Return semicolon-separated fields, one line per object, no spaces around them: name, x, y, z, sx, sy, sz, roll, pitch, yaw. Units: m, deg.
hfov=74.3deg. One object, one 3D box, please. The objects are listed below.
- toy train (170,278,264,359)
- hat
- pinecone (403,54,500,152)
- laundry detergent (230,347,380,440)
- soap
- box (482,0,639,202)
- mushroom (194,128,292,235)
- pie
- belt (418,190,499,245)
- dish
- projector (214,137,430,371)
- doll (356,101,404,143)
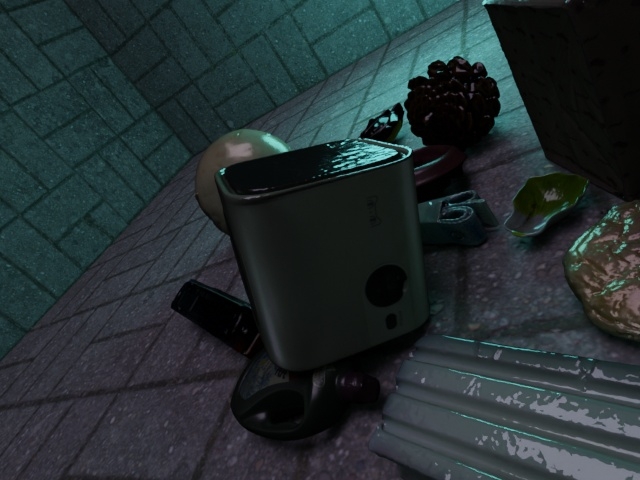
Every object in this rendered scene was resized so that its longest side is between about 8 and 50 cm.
toy train;-0.197;0.158;0.870;0.409;0.089;0.086;7;60;53
hat;0.189;-0.120;0.840;0.206;0.089;0.205;-20;19;7
pinecone;0.288;-0.291;0.902;0.208;0.207;0.207;-28;28;17
laundry detergent;-0.020;0.211;0.588;0.222;0.078;0.144;-8;36;41
soap;0.190;0.178;0.378;0.262;0.094;0.150;-1;49;48
box;0.397;-0.243;0.572;0.190;0.297;0.225;-34;27;13
mushroom;-0.179;-0.171;1.213;0.315;0.314;0.336;-27;8;20
pie;0.363;0.030;0.441;0.185;0.052;0.218;-40;29;-11
belt;0.163;-0.034;0.760;0.302;0.072;0.087;-5;43;47
dish;0.326;-0.042;0.617;0.137;0.039;0.091;-47;33;-17
projector;0.000;0.000;0.626;0.249;0.249;0.248;-17;22;-13
doll;0.142;-0.279;1.179;0.248;0.088;0.127;-46;47;1
